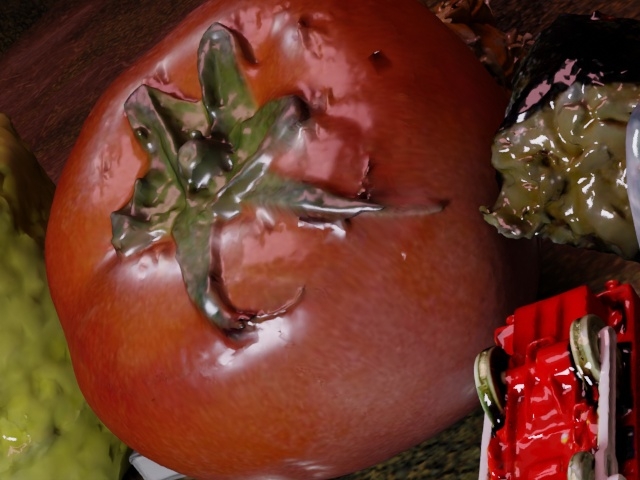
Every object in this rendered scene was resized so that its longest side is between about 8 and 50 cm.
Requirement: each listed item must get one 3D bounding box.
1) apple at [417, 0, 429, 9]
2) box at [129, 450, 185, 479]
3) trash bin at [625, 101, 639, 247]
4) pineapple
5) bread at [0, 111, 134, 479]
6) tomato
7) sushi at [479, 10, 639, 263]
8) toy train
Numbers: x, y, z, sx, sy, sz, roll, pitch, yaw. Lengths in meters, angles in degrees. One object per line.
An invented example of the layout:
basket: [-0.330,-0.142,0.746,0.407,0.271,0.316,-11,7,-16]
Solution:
apple: [0.034,-0.183,1.684,0.146,0.146,0.146,-32,20,13]
box: [-0.061,0.104,1.337,0.115,0.036,0.177,-22,24,36]
trash bin: [0.312,0.023,0.532,0.381,0.295,0.259,-31,21,-6]
pineapple: [0.101,-0.135,1.541,0.186,0.114,0.236,-36,9,3]
bread: [-0.303,0.099,1.349,0.348,0.308,0.348,-30,22,14]
tomato: [0.000,0.000,1.133,0.341,0.273,0.341,-21,53,31]
sushi: [0.205,-0.049,0.968,0.115,0.212,0.147,-66,-1,-65]
toy train: [0.130,0.118,0.860,0.082,0.131,0.204,-20,35,25]
